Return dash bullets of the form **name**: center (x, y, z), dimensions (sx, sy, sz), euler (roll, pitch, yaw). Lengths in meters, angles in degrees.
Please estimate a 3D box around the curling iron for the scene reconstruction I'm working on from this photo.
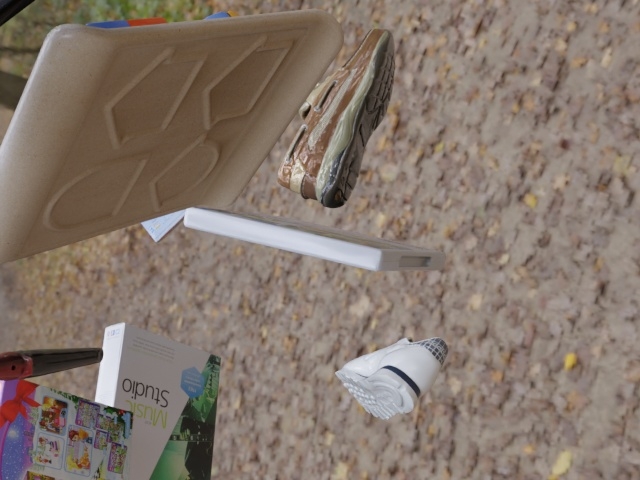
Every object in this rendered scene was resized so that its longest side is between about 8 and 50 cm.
- **curling iron**: center (-0.303, 0.115, 0.907), dimensions (0.035, 0.274, 0.068), euler (34, 95, 26)

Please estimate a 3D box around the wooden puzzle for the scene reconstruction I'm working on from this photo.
- **wooden puzzle**: center (-0.179, -0.126, 0.964), dimensions (0.080, 0.348, 0.322), euler (55, 131, 19)

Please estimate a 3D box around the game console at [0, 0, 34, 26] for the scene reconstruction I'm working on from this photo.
- **game console**: center (-0.312, -0.193, 0.693), dimensions (0.361, 0.213, 0.044), euler (-34, -3, 8)

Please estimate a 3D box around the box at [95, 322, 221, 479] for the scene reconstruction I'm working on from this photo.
- **box**: center (-0.278, 0.324, 1.536), dimensions (0.059, 0.232, 0.321), euler (-16, 60, 37)

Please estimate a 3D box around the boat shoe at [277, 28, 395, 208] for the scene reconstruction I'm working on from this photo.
- **boat shoe**: center (0.026, -0.202, 1.400), dimensions (0.122, 0.120, 0.324), euler (77, -149, -56)

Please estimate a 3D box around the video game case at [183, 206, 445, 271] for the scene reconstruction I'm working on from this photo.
- **video game case**: center (0.000, 0.000, 1.444), dimensions (0.329, 0.300, 0.036), euler (13, 94, 25)

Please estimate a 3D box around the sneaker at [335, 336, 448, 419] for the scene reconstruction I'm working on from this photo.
- **sneaker**: center (0.097, 0.181, 1.238), dimensions (0.095, 0.090, 0.235), euler (-48, 10, -20)

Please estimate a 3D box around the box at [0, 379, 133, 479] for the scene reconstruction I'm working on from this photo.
- **box**: center (-0.355, 0.339, 1.199), dimensions (0.057, 0.201, 0.293), euler (-39, 40, 34)

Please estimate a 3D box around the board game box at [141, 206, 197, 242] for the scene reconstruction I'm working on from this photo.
- **board game box**: center (-0.287, -0.128, 1.818), dimensions (0.281, 0.145, 0.027), euler (-39, -1, 32)
